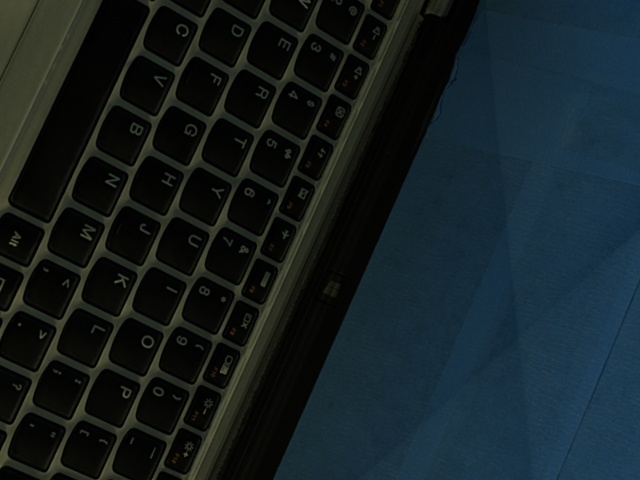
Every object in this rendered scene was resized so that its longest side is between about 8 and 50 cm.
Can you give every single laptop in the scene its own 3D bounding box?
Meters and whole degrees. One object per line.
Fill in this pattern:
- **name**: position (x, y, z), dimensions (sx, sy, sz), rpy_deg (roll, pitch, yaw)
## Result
- **laptop**: position (0.000, 0.000, 0.679), dimensions (0.236, 0.408, 0.382), rpy_deg (5, 69, 62)

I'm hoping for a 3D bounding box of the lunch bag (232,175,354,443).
- **lunch bag**: position (0.057, 0.087, 0.884), dimensions (0.235, 0.287, 0.169), rpy_deg (-62, 0, -7)
